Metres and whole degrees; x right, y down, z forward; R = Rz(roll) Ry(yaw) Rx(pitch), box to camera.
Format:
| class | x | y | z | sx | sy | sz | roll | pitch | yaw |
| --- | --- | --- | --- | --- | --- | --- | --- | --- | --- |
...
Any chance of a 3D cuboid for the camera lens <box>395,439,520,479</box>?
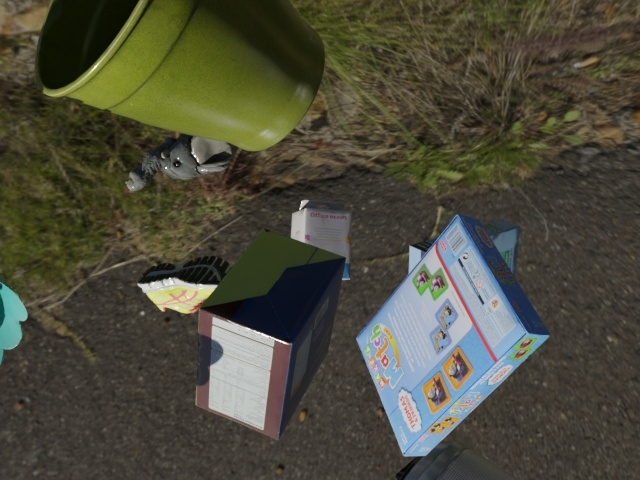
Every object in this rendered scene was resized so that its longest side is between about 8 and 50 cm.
| class | x | y | z | sx | sy | sz | roll | pitch | yaw |
| --- | --- | --- | --- | --- | --- | --- | --- | --- | --- |
| camera lens | 0.196 | 0.385 | 0.874 | 0.274 | 0.219 | 0.219 | 28 | 105 | 26 |

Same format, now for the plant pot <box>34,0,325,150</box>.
| class | x | y | z | sx | sy | sz | roll | pitch | yaw |
| --- | --- | --- | --- | --- | --- | --- | --- | --- | --- |
| plant pot | -0.193 | -0.314 | 1.181 | 0.366 | 0.353 | 0.366 | -24 | 53 | 37 |

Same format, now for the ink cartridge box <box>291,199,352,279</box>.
| class | x | y | z | sx | sy | sz | roll | pitch | yaw |
| --- | --- | --- | --- | --- | --- | --- | --- | --- | --- |
| ink cartridge box | 0.000 | 0.000 | 1.385 | 0.092 | 0.090 | 0.143 | 5 | 83 | -19 |

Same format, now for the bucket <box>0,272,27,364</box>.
| class | x | y | z | sx | sy | sz | roll | pitch | yaw |
| --- | --- | --- | --- | --- | --- | --- | --- | --- | --- |
| bucket | -0.597 | 0.095 | 1.088 | 0.183 | 0.281 | 0.281 | 46 | 107 | 30 |

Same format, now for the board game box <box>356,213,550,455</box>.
| class | x | y | z | sx | sy | sz | roll | pitch | yaw |
| --- | --- | --- | --- | --- | --- | --- | --- | --- | --- |
| board game box | 0.128 | 0.103 | 0.797 | 0.211 | 0.039 | 0.160 | -54 | 41 | 33 |

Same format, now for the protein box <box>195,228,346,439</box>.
| class | x | y | z | sx | sy | sz | roll | pitch | yaw |
| --- | --- | --- | --- | --- | --- | --- | --- | --- | --- |
| protein box | -0.071 | 0.132 | 1.083 | 0.136 | 0.200 | 0.201 | 20 | 129 | 13 |

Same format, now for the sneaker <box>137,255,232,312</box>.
| class | x | y | z | sx | sy | sz | roll | pitch | yaw |
| --- | --- | --- | --- | --- | --- | --- | --- | --- | --- |
| sneaker | -0.228 | 0.088 | 1.361 | 0.209 | 0.081 | 0.094 | -4 | 122 | 32 |

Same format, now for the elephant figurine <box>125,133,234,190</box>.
| class | x | y | z | sx | sy | sz | roll | pitch | yaw |
| --- | --- | --- | --- | --- | --- | --- | --- | --- | --- |
| elephant figurine | -0.251 | -0.190 | 1.508 | 0.186 | 0.169 | 0.239 | 13 | 88 | 13 |

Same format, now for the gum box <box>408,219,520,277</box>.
| class | x | y | z | sx | sy | sz | roll | pitch | yaw |
| --- | --- | --- | --- | --- | --- | --- | --- | --- | --- |
| gum box | 0.208 | 0.064 | 1.095 | 0.041 | 0.184 | 0.157 | 27 | 124 | 49 |
